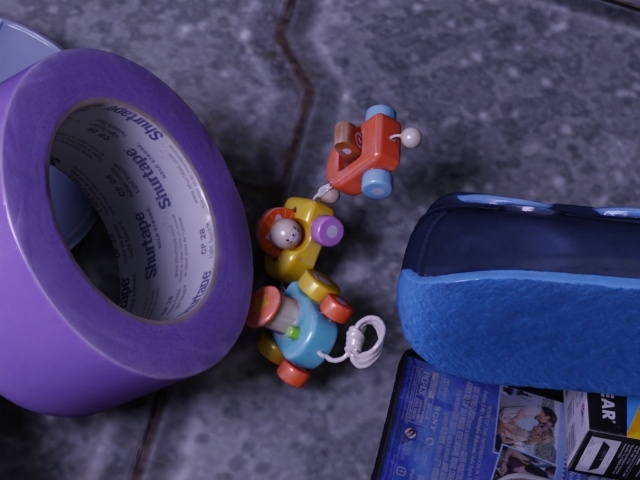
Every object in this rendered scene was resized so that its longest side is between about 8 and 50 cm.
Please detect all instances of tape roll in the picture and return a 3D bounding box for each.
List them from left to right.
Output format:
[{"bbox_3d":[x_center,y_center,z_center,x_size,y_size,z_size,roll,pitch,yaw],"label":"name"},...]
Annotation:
[{"bbox_3d":[-0.128,-0.004,0.909,0.189,0.080,0.189,30,49,-42],"label":"tape roll"}]

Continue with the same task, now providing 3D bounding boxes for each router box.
[{"bbox_3d":[0.213,0.068,1.002,0.133,0.046,0.179,11,45,-6],"label":"router box"}]

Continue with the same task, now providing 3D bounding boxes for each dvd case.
[{"bbox_3d":[0.150,0.174,0.953,0.253,0.022,0.180,17,55,-1],"label":"dvd case"}]

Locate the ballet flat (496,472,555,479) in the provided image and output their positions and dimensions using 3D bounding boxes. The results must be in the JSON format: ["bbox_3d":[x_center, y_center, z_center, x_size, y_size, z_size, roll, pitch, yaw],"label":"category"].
[{"bbox_3d":[0.184,0.191,0.905,0.213,0.072,0.068,35,29,10],"label":"ballet flat"}]

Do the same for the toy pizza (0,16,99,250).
[{"bbox_3d":[-0.224,-0.053,1.007,0.201,0.032,0.201,5,60,-9],"label":"toy pizza"}]

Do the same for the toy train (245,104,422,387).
[{"bbox_3d":[0.000,0.000,0.969,0.046,0.125,0.166,25,56,-29],"label":"toy train"}]

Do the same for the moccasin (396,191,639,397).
[{"bbox_3d":[0.217,0.019,0.919,0.342,0.137,0.116,12,41,-3],"label":"moccasin"}]
